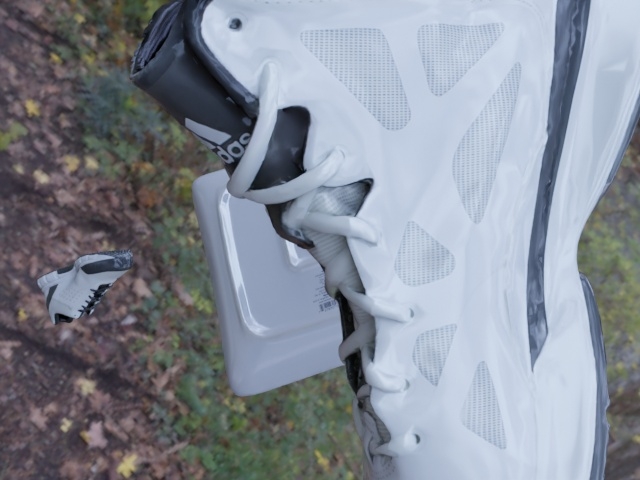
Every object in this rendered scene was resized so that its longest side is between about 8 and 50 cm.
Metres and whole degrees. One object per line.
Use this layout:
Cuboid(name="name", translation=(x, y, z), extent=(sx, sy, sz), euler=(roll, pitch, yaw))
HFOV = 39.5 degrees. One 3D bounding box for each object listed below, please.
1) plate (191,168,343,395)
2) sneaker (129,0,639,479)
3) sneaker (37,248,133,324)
Cuboid(name="plate", translation=(0.000, 0.000, 0.968), extent=(0.045, 0.277, 0.278), euler=(54, 19, -64))
Cuboid(name="sneaker", translation=(0.011, 0.009, 0.467), extent=(0.258, 0.447, 0.169), euler=(13, -6, -21))
Cuboid(name="sneaker", translation=(-0.179, 0.036, 0.695), extent=(0.040, 0.109, 0.043), euler=(-3, 75, -46))
